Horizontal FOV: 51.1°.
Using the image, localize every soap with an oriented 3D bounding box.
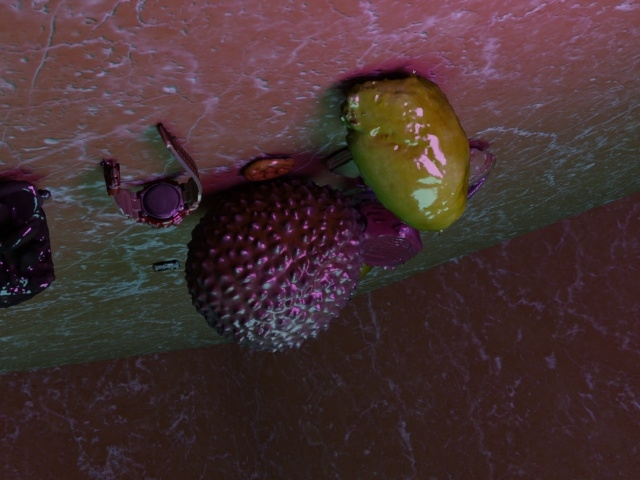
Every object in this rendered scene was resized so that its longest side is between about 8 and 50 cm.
[{"bbox_3d":[0.150,-0.019,1.603,0.182,0.112,0.289,2,161,-14],"label":"soap"}]

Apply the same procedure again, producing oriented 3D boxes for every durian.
[{"bbox_3d":[0.169,-0.156,1.234,0.204,0.339,0.256,-36,-169,1],"label":"durian"}]

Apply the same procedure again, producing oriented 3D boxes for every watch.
[{"bbox_3d":[-0.305,-0.111,1.202,0.165,0.102,0.268,-15,159,1],"label":"watch"}]

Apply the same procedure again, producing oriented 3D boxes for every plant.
[{"bbox_3d":[-0.564,0.018,1.174,0.199,0.188,0.276,-11,167,-24],"label":"plant"}]

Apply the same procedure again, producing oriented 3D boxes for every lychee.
[{"bbox_3d":[-0.103,0.043,1.470,0.432,0.380,0.380,-31,162,23],"label":"lychee"}]

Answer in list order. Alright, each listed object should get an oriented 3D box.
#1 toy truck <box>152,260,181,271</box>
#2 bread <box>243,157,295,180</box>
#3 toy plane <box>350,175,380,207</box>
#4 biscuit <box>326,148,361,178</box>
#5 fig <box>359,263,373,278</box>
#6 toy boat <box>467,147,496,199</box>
[{"bbox_3d":[-0.443,0.075,1.937,0.083,0.024,0.032,-8,-173,-26],"label":"toy truck"},{"bbox_3d":[-0.106,-0.150,1.393,0.110,0.024,0.110,-13,170,-2],"label":"bread"},{"bbox_3d":[0.169,-0.090,1.664,0.273,0.107,0.182,8,160,28],"label":"toy plane"},{"bbox_3d":[0.121,-0.195,1.456,0.199,0.040,0.121,-25,162,28],"label":"biscuit"},{"bbox_3d":[0.084,-0.016,1.897,0.233,0.233,0.314,-30,-171,46],"label":"fig"},{"bbox_3d":[0.321,-0.159,1.711,0.276,0.111,0.293,-14,163,-5],"label":"toy boat"}]
